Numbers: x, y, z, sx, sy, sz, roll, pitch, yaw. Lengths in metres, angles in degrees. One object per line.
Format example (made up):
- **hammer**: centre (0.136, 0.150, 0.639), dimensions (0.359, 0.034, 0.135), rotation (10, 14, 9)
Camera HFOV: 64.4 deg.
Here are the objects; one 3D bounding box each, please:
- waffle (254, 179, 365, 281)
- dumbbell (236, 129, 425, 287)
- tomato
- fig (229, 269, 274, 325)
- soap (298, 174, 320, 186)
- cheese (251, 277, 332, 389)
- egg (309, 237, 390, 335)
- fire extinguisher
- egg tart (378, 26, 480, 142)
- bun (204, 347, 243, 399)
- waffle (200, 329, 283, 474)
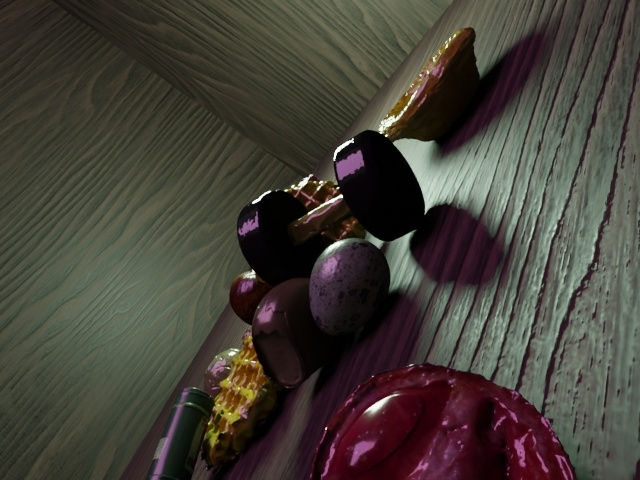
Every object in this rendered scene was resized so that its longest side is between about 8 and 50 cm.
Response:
- **waffle**: centre (-0.041, -0.004, 1.183), dimensions (0.329, 0.329, 0.062), rotation (-55, -33, 3)
- **dumbbell**: centre (0.017, -0.051, 0.979), dimensions (0.323, 0.203, 0.203), rotation (-28, 23, 30)
- **tomato**: centre (0.091, 0.191, 0.379), dimensions (0.189, 0.099, 0.173), rotation (19, 52, 40)
- **fig**: centre (-0.160, 0.170, 1.441), dimensions (0.205, 0.205, 0.205), rotation (-53, 10, 13)
- **soap**: centre (-0.064, -0.063, 1.754), dimensions (0.289, 0.182, 0.112), rotation (-52, 10, -14)
- **cheese**: centre (-0.027, 0.152, 0.924), dimensions (0.091, 0.175, 0.203), rotation (-12, 11, 43)
- **egg**: centre (0.045, 0.079, 0.856), dimensions (0.132, 0.132, 0.172), rotation (-121, 54, -80)
- **fire extinguisher**: centre (-0.303, 0.462, 1.065), dimensions (0.294, 0.093, 0.118), rotation (-80, 8, -48)
- **egg tart**: centre (0.269, -0.335, 1.183), dimensions (0.319, 0.128, 0.319), rotation (-53, 8, 10)
- **bun**: centre (-0.268, 0.381, 1.430), dimensions (0.173, 0.114, 0.167), rotation (-61, 11, -19)
- **waffle**: centre (-0.158, 0.321, 1.172), dimensions (0.379, 0.095, 0.382), rotation (-51, 13, 28)
